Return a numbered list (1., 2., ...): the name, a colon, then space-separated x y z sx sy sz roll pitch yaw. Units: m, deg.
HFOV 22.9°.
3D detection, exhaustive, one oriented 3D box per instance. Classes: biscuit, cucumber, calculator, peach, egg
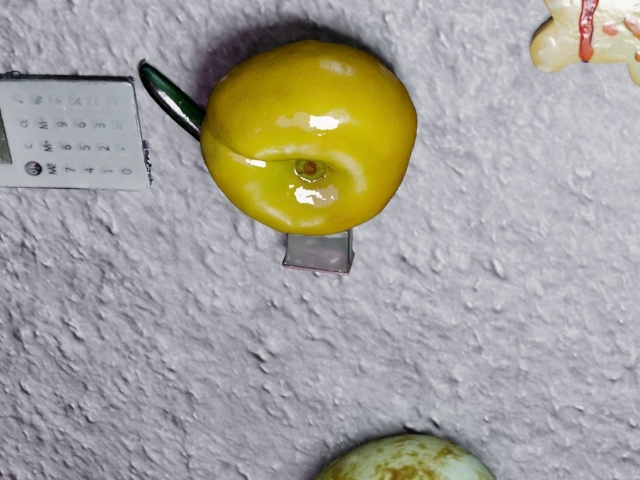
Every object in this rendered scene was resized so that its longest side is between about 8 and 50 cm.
1. biscuit: 0.350 -0.235 1.712 0.234 0.030 0.153 9 127 7
2. cucumber: -0.151 -0.143 1.881 0.184 0.033 0.036 41 140 -15
3. calculator: -0.342 -0.132 1.935 0.261 0.021 0.161 1 124 11
4. peach: -0.015 -0.114 1.788 0.251 0.153 0.251 2 132 2
5. egg: 0.105 0.373 2.058 0.289 0.238 0.238 -7 123 29

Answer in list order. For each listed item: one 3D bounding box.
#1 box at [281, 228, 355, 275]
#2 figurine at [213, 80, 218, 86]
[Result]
1. box: 0.000 0.000 1.933 0.084 0.060 0.063 9 118 7
2. figurine: -0.087 -0.161 1.852 0.083 0.047 0.051 2 140 2
